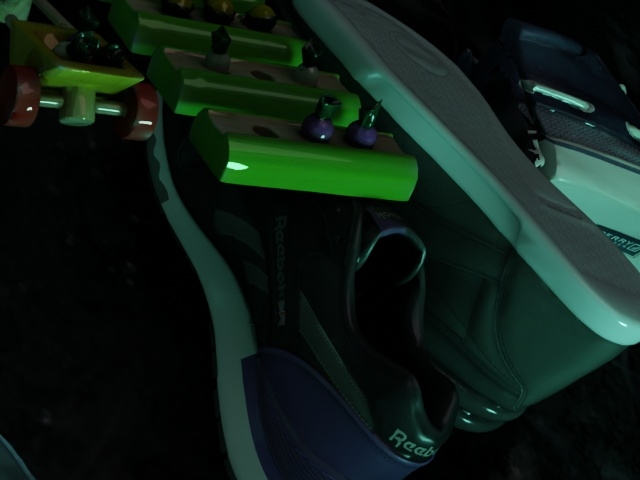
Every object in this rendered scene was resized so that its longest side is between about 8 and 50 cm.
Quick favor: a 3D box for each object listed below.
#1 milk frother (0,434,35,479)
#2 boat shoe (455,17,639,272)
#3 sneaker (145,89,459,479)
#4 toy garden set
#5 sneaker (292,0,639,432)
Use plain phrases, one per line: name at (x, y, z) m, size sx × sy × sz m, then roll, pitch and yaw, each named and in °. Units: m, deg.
milk frother at (-0.166, 0.088, 0.425) m, size 0.143 × 0.135 × 0.129 m, roll 57°, pitch 3°, yaw 1°
boat shoe at (0.243, -0.054, 1.050) m, size 0.341 × 0.127 × 0.158 m, roll 22°, pitch 52°, yaw -36°
sneaker at (0.000, 0.000, 0.716) m, size 0.107 × 0.124 × 0.283 m, roll 11°, pitch 51°, yaw -46°
toy garden set at (-0.083, -0.112, 0.699) m, size 0.204 × 0.049 × 0.244 m, roll 5°, pitch 31°, yaw -32°
sneaker at (0.046, -0.016, 0.785) m, size 0.295 × 0.147 × 0.104 m, roll 52°, pitch 29°, yaw 21°
